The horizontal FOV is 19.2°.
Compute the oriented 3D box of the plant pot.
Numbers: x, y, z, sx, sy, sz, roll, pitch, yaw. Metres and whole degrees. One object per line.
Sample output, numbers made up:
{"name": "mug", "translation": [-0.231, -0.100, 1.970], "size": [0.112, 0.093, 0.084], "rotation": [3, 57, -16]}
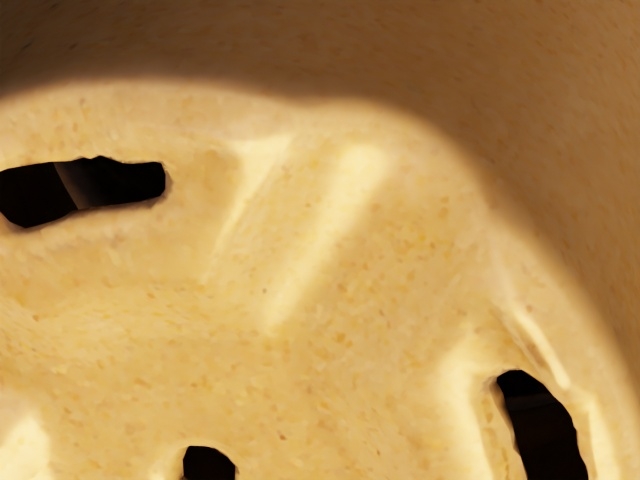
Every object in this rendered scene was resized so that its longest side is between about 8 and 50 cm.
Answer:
{"name": "plant pot", "translation": [0.000, 0.000, 0.587], "size": [0.334, 0.305, 0.334], "rotation": [6, 118, 11]}
